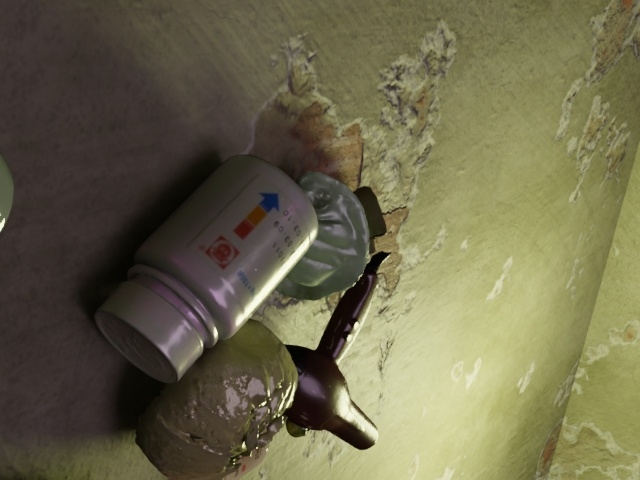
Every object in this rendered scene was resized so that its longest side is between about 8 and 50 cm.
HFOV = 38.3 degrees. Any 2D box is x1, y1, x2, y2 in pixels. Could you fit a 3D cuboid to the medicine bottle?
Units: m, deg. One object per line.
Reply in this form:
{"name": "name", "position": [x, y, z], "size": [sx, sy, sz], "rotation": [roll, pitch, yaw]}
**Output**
{"name": "medicine bottle", "position": [-0.146, 0.036, 1.209], "size": [0.293, 0.170, 0.170], "rotation": [-49, 144, -28]}

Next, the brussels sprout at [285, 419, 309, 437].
{"name": "brussels sprout", "position": [-0.045, 0.317, 1.646], "size": [0.051, 0.046, 0.083], "rotation": [-52, 144, -26]}

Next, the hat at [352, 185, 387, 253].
{"name": "hat", "position": [0.020, -0.003, 1.540], "size": [0.173, 0.144, 0.166], "rotation": [-15, 167, -8]}

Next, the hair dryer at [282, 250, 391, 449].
{"name": "hair dryer", "position": [0.060, 0.183, 1.620], "size": [0.312, 0.123, 0.341], "rotation": [40, 75, -45]}

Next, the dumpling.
{"name": "dumpling", "position": [-0.009, -0.008, 1.426], "size": [0.152, 0.108, 0.219], "rotation": [2, 121, -25]}

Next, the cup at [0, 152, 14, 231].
{"name": "cup", "position": [-0.383, -0.108, 0.800], "size": [0.234, 0.186, 0.258], "rotation": [48, 41, -64]}

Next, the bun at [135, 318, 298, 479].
{"name": "bun", "position": [-0.133, 0.241, 1.315], "size": [0.259, 0.152, 0.259], "rotation": [-50, 167, -16]}

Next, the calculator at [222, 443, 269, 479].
{"name": "calculator", "position": [-0.148, 0.360, 1.534], "size": [0.175, 0.032, 0.100], "rotation": [-26, 129, -46]}
